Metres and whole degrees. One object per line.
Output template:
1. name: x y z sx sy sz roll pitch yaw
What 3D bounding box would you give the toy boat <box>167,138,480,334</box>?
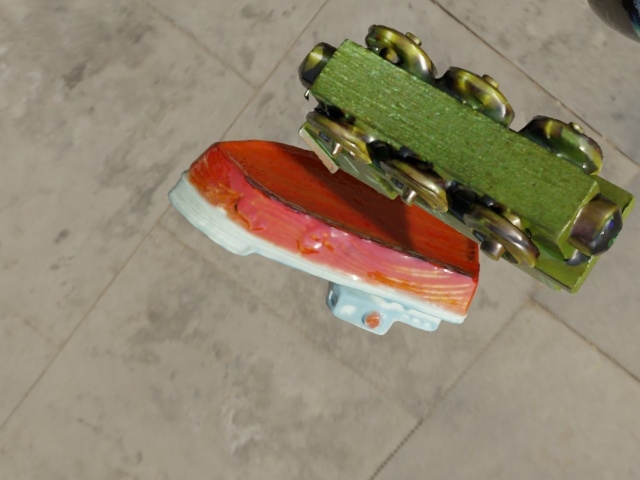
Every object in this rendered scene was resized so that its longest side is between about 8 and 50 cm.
1. toy boat: 0.000 0.000 1.262 0.332 0.145 0.133 23 125 -8

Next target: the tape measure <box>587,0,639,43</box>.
1. tape measure: 0.407 -0.328 1.391 0.223 0.135 0.202 5 114 -38

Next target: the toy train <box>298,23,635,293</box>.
1. toy train: 0.086 -0.046 0.736 0.225 0.137 0.090 34 85 25
